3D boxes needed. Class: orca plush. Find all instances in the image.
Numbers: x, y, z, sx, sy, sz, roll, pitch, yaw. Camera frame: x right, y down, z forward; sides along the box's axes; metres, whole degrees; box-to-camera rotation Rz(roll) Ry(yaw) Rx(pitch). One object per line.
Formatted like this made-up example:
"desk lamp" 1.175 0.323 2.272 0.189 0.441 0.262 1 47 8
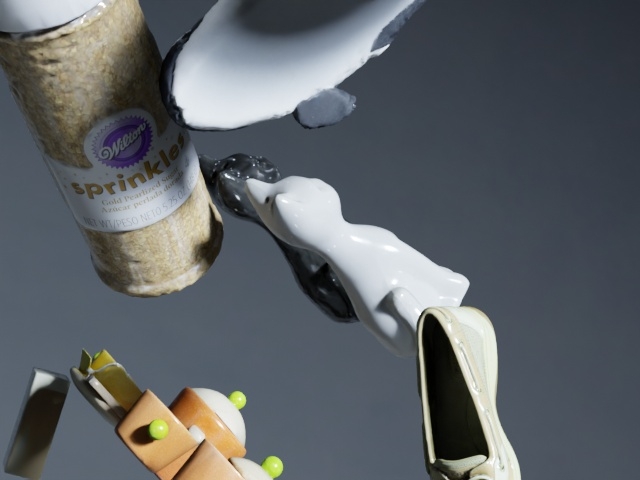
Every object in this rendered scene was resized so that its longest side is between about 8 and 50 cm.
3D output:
"orca plush" -0.009 -0.187 1.018 0.151 0.287 0.102 44 -5 -36

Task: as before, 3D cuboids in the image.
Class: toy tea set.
"toy tea set" -0.108 0.196 1.363 0.200 0.124 0.336 55 -12 -32

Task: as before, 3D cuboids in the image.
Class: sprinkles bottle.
"sprinkles bottle" -0.171 -0.106 1.082 0.121 0.121 0.355 19 -33 27

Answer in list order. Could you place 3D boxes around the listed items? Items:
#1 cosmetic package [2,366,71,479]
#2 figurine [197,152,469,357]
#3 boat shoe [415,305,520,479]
"cosmetic package" -0.312 0.201 1.532 0.041 0.115 0.060 18 -2 -15
"figurine" 0.000 0.000 1.213 0.209 0.092 0.215 38 -6 -25
"boat shoe" 0.082 0.115 0.827 0.056 0.153 0.048 -7 -8 35
